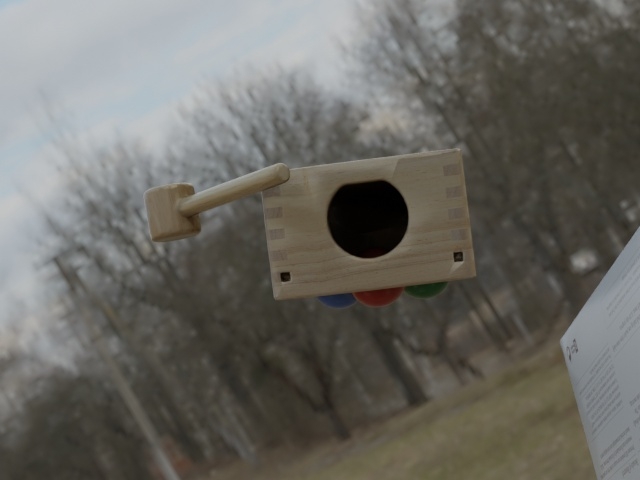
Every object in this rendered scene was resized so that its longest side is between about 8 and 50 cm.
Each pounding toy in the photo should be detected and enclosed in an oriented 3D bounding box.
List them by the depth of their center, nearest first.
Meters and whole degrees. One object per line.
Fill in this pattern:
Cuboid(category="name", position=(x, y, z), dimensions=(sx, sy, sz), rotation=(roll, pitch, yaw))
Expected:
Cuboid(category="pounding toy", position=(-0.007, 0.001, 1.032), dimensions=(0.206, 0.094, 0.181), rotation=(-7, -1, 5))

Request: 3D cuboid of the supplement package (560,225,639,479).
Cuboid(category="supplement package", position=(0.205, 0.097, 0.646), dimensions=(0.149, 0.203, 0.194), rotation=(-12, -17, -5))
